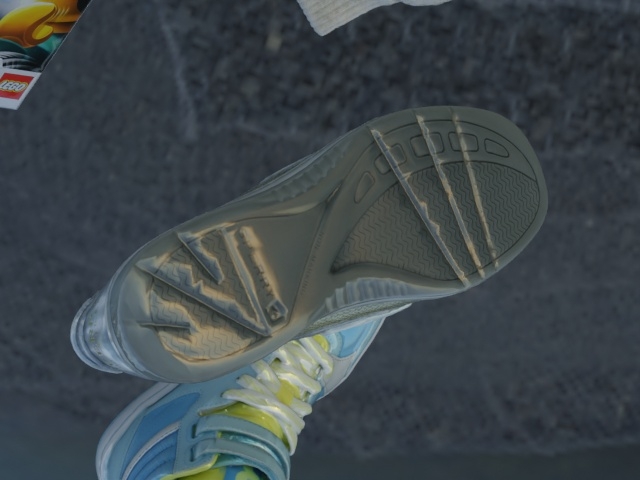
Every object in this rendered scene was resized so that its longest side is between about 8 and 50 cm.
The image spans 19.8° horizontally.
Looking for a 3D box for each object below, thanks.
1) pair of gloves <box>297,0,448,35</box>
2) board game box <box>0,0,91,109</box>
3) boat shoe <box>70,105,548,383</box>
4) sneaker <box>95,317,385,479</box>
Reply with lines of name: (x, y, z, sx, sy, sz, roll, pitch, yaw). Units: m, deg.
pair of gloves: (0.049, -0.297, 1.519, 0.204, 0.042, 0.240, -17, 118, 7)
board game box: (-0.243, -0.163, 0.911, 0.305, 0.053, 0.193, 5, 138, -41)
boat shoe: (0.000, 0.003, 1.112, 0.103, 0.320, 0.118, -14, 100, 59)
sneaker: (-0.037, 0.134, 1.448, 0.127, 0.208, 0.319, 41, 94, -21)
